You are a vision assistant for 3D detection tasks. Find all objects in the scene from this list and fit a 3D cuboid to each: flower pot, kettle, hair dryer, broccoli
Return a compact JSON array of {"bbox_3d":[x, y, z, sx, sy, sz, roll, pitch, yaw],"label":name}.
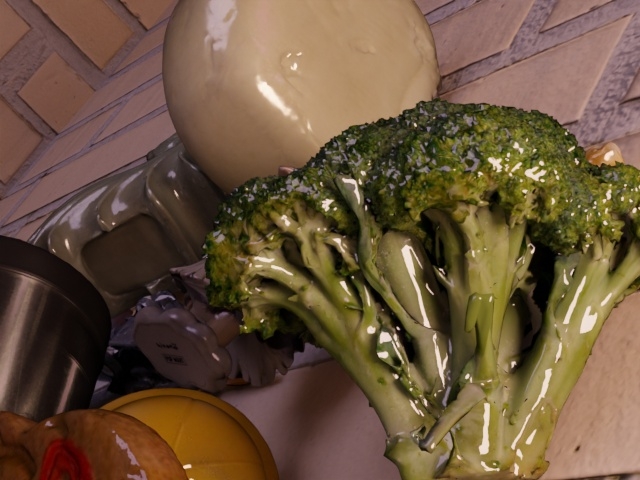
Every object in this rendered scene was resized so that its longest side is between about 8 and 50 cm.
[{"bbox_3d":[-0.231,-0.023,1.701,0.367,0.164,0.254,-24,21,25],"label":"flower pot"},{"bbox_3d":[-0.384,0.189,1.241,0.321,0.228,0.324,-7,45,16],"label":"kettle"},{"bbox_3d":[-0.250,0.119,1.679,0.114,0.037,0.063,3,48,54],"label":"hair dryer"},{"bbox_3d":[0.085,0.035,0.902,0.321,0.304,0.283,-29,54,41],"label":"broccoli"}]

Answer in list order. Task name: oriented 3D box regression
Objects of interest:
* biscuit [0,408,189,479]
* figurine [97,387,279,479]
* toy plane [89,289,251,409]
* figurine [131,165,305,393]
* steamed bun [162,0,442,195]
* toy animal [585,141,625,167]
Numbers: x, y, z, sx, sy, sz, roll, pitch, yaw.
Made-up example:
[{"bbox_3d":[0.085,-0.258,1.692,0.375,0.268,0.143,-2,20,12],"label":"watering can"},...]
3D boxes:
[{"bbox_3d":[-0.213,0.268,0.969,0.367,0.063,0.314,-44,57,34],"label":"biscuit"},{"bbox_3d":[-0.151,0.216,1.090,0.257,0.167,0.192,-14,48,58],"label":"figurine"},{"bbox_3d":[-0.159,0.123,1.380,0.316,0.103,0.204,-12,36,56],"label":"toy plane"},{"bbox_3d":[0.000,0.000,1.201,0.387,0.166,0.207,-39,23,-34],"label":"figurine"},{"bbox_3d":[-0.041,-0.192,1.502,0.233,0.312,0.334,-25,24,46],"label":"steamed bun"},{"bbox_3d":[0.224,-0.040,1.065,0.083,0.060,0.081,-70,-4,-52],"label":"toy animal"}]
